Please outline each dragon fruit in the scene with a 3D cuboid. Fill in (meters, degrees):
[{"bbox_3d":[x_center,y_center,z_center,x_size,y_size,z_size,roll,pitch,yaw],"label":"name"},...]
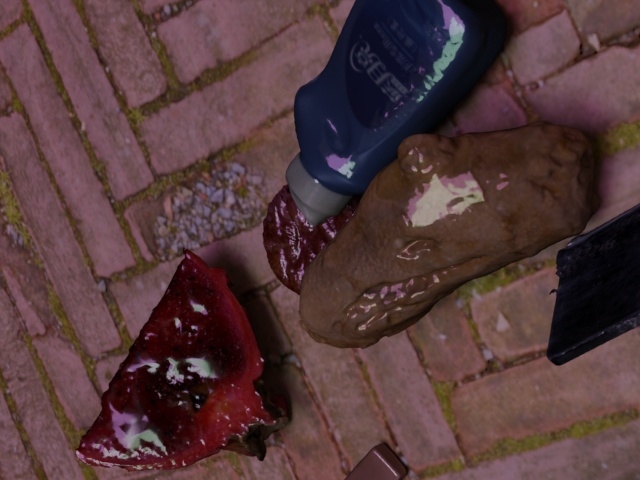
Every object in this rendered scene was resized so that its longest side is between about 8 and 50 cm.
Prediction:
[{"bbox_3d":[-0.133,0.175,1.502,0.212,0.134,0.262,30,83,13],"label":"dragon fruit"}]

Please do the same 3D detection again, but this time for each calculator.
[{"bbox_3d":[0.297,0.004,1.120,0.021,0.161,0.262,40,132,-19],"label":"calculator"}]

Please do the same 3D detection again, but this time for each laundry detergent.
[{"bbox_3d":[0.051,-0.140,1.288,0.143,0.094,0.290,48,120,21],"label":"laundry detergent"}]

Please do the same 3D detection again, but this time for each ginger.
[{"bbox_3d":[0.104,-0.006,1.255,0.354,0.190,0.126,-40,37,33],"label":"ginger"}]

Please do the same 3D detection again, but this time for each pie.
[{"bbox_3d":[0.000,0.000,1.417,0.154,0.036,0.154,11,108,37],"label":"pie"}]

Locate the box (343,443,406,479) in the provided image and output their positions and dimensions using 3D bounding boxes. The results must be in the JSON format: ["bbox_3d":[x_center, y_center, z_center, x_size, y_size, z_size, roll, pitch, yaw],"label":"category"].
[{"bbox_3d":[0.049,0.274,1.454,0.048,0.025,0.115,45,125,14],"label":"box"}]
